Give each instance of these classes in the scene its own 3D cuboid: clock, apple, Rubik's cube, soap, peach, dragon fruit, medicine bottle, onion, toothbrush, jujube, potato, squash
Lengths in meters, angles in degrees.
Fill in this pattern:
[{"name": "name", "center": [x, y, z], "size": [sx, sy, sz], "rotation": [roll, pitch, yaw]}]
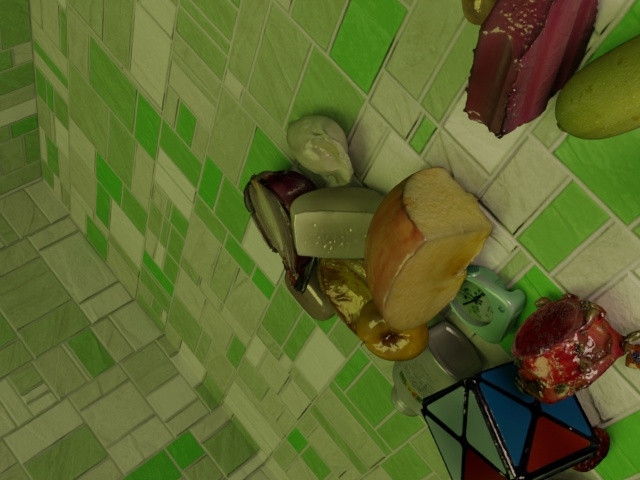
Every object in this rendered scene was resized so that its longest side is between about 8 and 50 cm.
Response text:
[{"name": "clock", "center": [0.354, 0.123, 1.680], "size": [0.211, 0.066, 0.159], "rotation": [41, 145, 25]}, {"name": "apple", "center": [0.212, 0.029, 1.610], "size": [0.252, 0.314, 0.309], "rotation": [24, 131, -5]}, {"name": "Rubik's cube", "center": [0.408, 0.409, 1.632], "size": [0.250, 0.246, 0.248], "rotation": [-51, 55, 57]}, {"name": "soap", "center": [0.342, -0.323, 1.192], "size": [0.112, 0.182, 0.289], "rotation": [42, 151, 26]}, {"name": "peach", "center": [0.173, 0.212, 1.778], "size": [0.179, 0.103, 0.179], "rotation": [6, 118, 12]}, {"name": "dragon fruit", "center": [0.481, 0.196, 1.461], "size": [0.282, 0.211, 0.147], "rotation": [-39, 91, 32]}, {"name": "medicine bottle", "center": [0.284, 0.353, 1.931], "size": [0.179, 0.124, 0.324], "rotation": [52, 147, 19]}, {"name": "onion", "center": [-0.066, -0.042, 2.025], "size": [0.267, 0.159, 0.349], "rotation": [18, 132, 63]}, {"name": "toothbrush", "center": [0.000, 0.000, 1.934], "size": [0.030, 0.030, 0.297], "rotation": [33, 103, 51]}, {"name": "jujube", "center": [0.596, 0.463, 1.649], "size": [0.077, 0.077, 0.129], "rotation": [42, 135, 23]}, {"name": "potato", "center": [0.278, -0.422, 1.303], "size": [0.068, 0.062, 0.083], "rotation": [-18, 136, 31]}, {"name": "squash", "center": [0.465, -0.234, 1.149], "size": [0.133, 0.132, 0.247], "rotation": [60, 149, -5]}]

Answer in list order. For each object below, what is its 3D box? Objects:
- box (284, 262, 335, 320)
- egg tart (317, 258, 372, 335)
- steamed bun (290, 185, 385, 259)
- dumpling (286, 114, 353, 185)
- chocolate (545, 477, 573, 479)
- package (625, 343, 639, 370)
[{"name": "box", "center": [-0.024, 0.146, 2.202], "size": [0.200, 0.088, 0.146], "rotation": [47, 147, 14]}, {"name": "egg tart", "center": [0.125, 0.130, 1.949], "size": [0.319, 0.128, 0.319], "rotation": [37, 145, 32]}, {"name": "steamed bun", "center": [0.052, -0.048, 1.818], "size": [0.241, 0.164, 0.146], "rotation": [1, 118, 9]}, {"name": "dumpling", "center": [0.001, -0.219, 1.820], "size": [0.179, 0.131, 0.252], "rotation": [50, 168, -33]}, {"name": "chocolate", "center": [0.583, 0.647, 1.751], "size": [0.147, 0.221, 0.221], "rotation": [-13, 108, 37]}, {"name": "package", "center": [0.633, 0.227, 1.418], "size": [0.110, 0.033, 0.077], "rotation": [5, 112, 47]}]
